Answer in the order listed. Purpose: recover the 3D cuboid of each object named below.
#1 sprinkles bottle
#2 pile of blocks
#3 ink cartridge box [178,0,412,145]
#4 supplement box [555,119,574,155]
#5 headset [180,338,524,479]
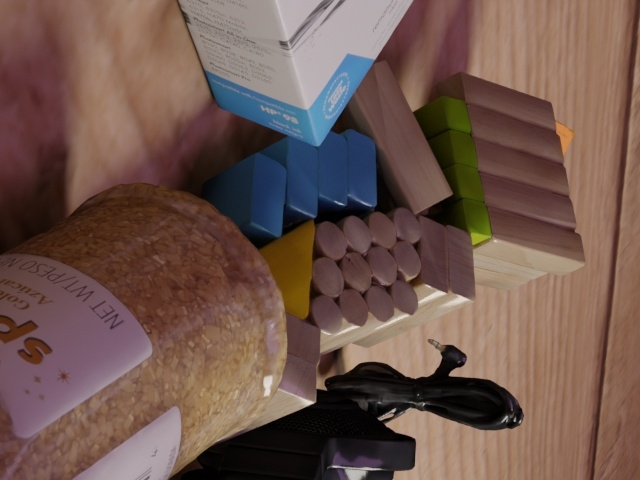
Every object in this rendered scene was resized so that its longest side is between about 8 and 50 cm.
[{"bbox_3d":[-0.145,0.087,0.608,0.355,0.121,0.121,-35,144,-55],"label":"sprinkles bottle"},{"bbox_3d":[0.000,0.000,0.938,0.113,0.149,0.362,-26,177,40],"label":"pile of blocks"},{"bbox_3d":[-0.013,-0.134,0.774,0.104,0.060,0.180,-58,159,-19],"label":"ink cartridge box"},{"bbox_3d":[0.109,-0.056,1.116,0.036,0.098,0.062,27,86,-31],"label":"supplement box"},{"bbox_3d":[0.012,0.184,0.983,0.394,0.185,0.243,-71,165,-61],"label":"headset"}]
